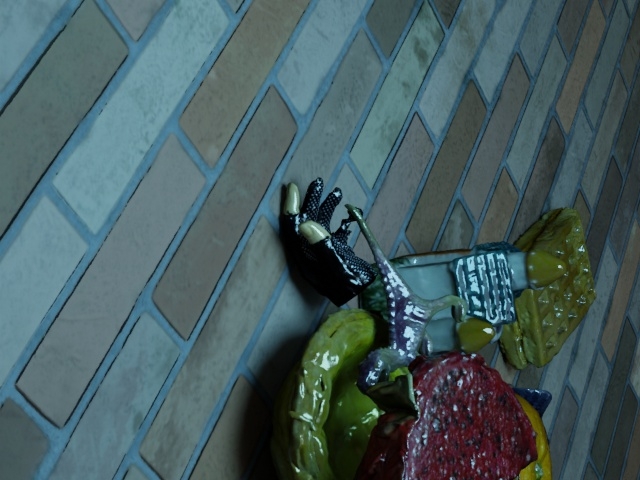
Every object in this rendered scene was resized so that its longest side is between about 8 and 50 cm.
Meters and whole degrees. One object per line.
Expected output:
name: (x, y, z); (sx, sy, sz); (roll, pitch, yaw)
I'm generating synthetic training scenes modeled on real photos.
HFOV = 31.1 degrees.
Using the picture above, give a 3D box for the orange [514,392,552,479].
orange: (0.247, 0.367, 1.820); (0.284, 0.226, 0.283); (0, 90, -65)

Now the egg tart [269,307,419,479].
egg tart: (0.032, 0.257, 1.598); (0.345, 0.132, 0.345); (3, 86, -56)

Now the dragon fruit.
dragon fruit: (0.130, 0.251, 1.502); (0.317, 0.152, 0.205); (-18, 98, -47)

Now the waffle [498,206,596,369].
waffle: (0.438, 0.086, 2.232); (0.328, 0.098, 0.224); (-36, 119, -49)

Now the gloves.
gloves: (-0.001, 0.001, 1.619); (0.180, 0.106, 0.129); (52, 39, 0)

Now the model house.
model house: (0.247, 0.099, 1.790); (0.271, 0.301, 0.190); (-7, 87, -55)

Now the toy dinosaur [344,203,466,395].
toy dinosaur: (0.111, 0.090, 1.570); (0.200, 0.072, 0.251); (11, 85, -44)

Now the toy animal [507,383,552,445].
toy animal: (0.350, 0.347, 2.043); (0.298, 0.122, 0.185); (86, 18, -66)
